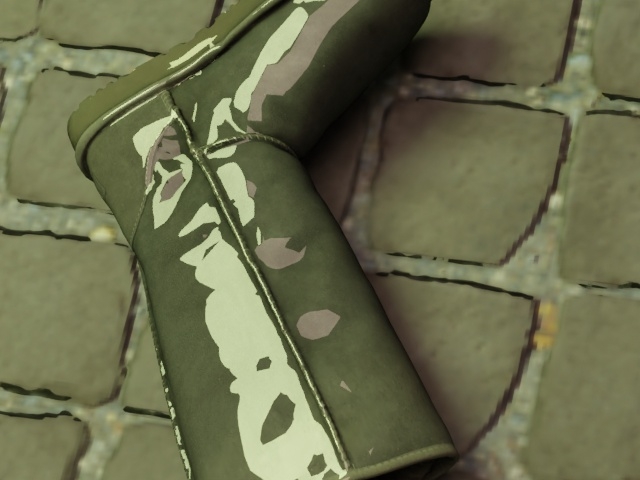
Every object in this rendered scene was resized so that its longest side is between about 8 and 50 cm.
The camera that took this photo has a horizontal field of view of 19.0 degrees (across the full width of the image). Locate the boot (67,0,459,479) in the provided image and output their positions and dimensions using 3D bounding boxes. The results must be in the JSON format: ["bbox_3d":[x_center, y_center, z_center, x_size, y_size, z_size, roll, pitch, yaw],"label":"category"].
[{"bbox_3d":[0.002,0.000,0.768,0.189,0.076,0.208,-34,56,11],"label":"boot"}]
